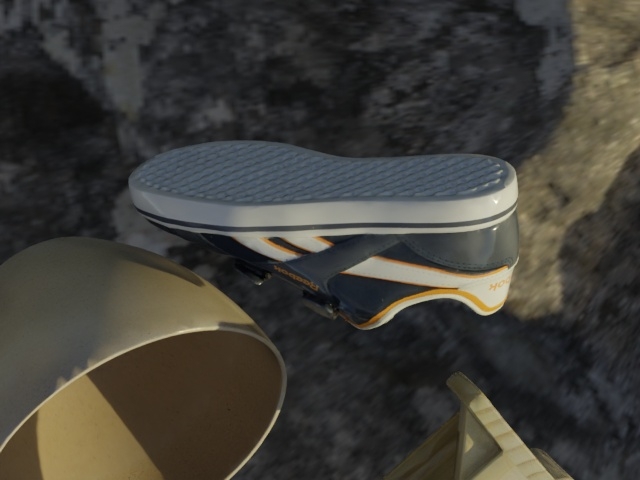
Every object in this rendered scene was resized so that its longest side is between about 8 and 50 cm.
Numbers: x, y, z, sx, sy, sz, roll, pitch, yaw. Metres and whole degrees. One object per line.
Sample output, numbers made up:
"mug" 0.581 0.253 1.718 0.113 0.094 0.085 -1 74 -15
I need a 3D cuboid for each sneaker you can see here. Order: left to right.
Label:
"sneaker" 0.000 0.000 1.465 0.321 0.126 0.127 5 121 22

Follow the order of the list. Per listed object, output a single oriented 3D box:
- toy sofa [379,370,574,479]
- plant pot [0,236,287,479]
"toy sofa" 0.042 0.284 1.446 0.362 0.150 0.177 -41 94 -1
"plant pot" -0.196 0.108 1.565 0.284 0.284 0.191 -46 56 16
